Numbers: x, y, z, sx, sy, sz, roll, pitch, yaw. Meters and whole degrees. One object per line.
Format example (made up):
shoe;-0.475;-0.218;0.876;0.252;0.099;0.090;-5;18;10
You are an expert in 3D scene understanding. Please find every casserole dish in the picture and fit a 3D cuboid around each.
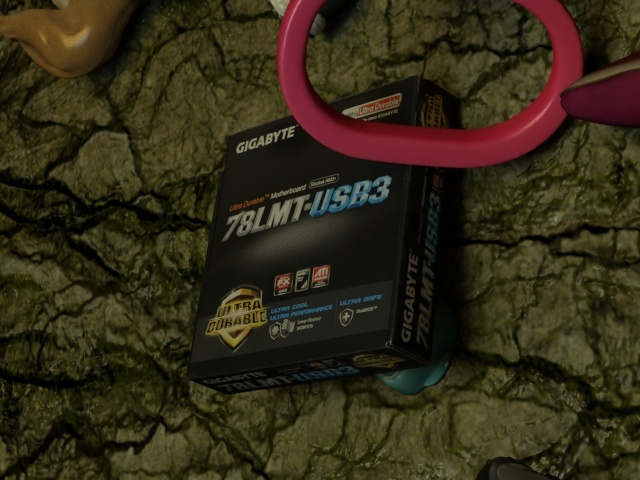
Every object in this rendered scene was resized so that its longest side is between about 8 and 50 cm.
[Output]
casserole dish;0.065;0.076;1.787;0.114;0.037;0.188;-57;49;21

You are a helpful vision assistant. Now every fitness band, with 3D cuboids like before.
fitness band;0.104;-0.170;1.629;0.054;0.291;0.209;-99;16;-64

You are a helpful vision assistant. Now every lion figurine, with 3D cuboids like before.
lion figurine;-0.266;-0.314;2.104;0.240;0.142;0.392;55;135;25

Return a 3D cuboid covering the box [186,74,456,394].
box;0.000;0.000;1.791;0.296;0.073;0.293;-12;63;43

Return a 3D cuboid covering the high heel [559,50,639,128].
high heel;0.363;-0.090;1.484;0.377;0.127;0.181;-5;107;56

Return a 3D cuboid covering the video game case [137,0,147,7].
video game case;-0.231;-0.334;2.153;0.122;0.011;0.087;-28;66;38

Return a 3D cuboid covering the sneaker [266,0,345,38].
sneaker;-0.039;-0.349;1.922;0.108;0.100;0.271;-39;61;17

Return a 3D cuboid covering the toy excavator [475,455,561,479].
toy excavator;0.283;0.429;1.413;0.222;0.445;0.433;-62;6;19
